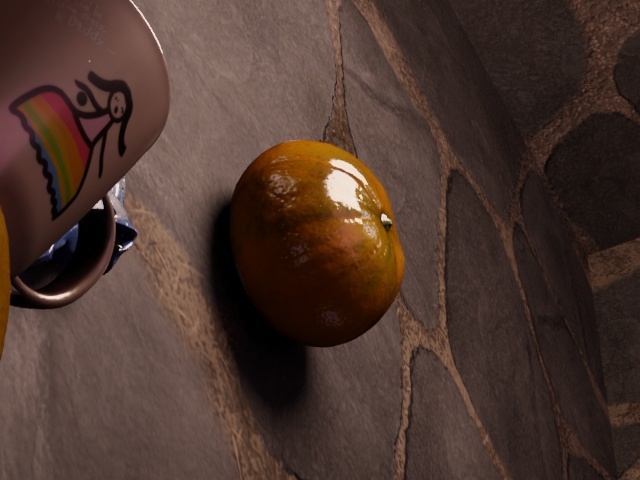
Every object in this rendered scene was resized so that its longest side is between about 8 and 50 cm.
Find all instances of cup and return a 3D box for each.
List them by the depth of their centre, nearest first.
[{"bbox_3d":[-0.228,-0.054,0.989,0.200,0.191,0.253,-56,140,-44],"label":"cup"}]

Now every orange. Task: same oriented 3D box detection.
[{"bbox_3d":[0.000,0.000,1.549,0.240,0.171,0.240,51,25,-37],"label":"orange"}]

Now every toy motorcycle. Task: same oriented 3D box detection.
[{"bbox_3d":[-0.217,-0.024,1.179,0.205,0.076,0.114,-5,82,-68],"label":"toy motorcycle"}]

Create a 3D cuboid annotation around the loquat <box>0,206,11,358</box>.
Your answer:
[{"bbox_3d":[-0.285,0.024,0.687,0.263,0.263,0.263,52,26,-39],"label":"loquat"}]
